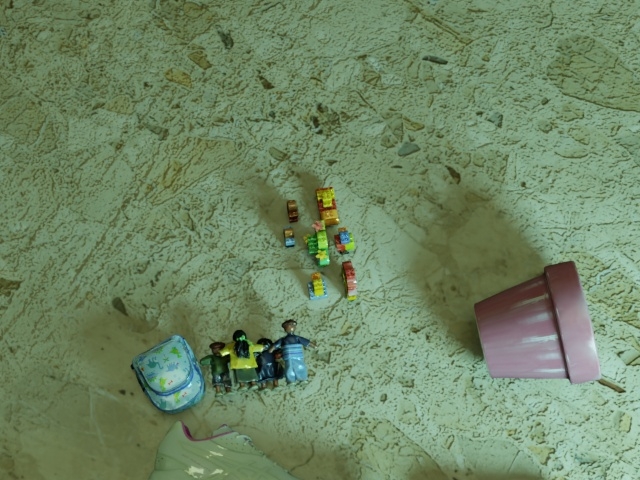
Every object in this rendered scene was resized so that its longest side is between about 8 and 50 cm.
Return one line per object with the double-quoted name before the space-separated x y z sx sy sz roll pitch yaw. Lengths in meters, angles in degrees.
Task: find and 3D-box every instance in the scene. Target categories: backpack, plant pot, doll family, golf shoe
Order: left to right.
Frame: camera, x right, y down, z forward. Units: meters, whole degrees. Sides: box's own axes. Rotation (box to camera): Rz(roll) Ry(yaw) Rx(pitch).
"backpack" -0.250 0.226 1.896 0.105 0.084 0.114 -28 77 -8
"golf shoe" -0.121 0.369 1.840 0.306 0.115 0.140 9 68 0
"doll family" -0.102 0.195 1.914 0.193 0.076 0.111 -2 72 -23
"plant pot" 0.357 0.149 1.897 0.180 0.201 0.201 -12 71 10

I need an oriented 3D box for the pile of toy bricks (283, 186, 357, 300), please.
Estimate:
"pile of toy bricks" 0.000 0.000 1.970 0.118 0.105 0.212 -10 72 -5
